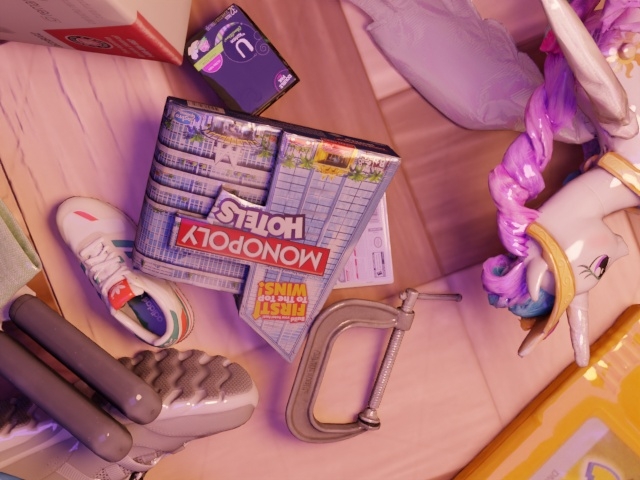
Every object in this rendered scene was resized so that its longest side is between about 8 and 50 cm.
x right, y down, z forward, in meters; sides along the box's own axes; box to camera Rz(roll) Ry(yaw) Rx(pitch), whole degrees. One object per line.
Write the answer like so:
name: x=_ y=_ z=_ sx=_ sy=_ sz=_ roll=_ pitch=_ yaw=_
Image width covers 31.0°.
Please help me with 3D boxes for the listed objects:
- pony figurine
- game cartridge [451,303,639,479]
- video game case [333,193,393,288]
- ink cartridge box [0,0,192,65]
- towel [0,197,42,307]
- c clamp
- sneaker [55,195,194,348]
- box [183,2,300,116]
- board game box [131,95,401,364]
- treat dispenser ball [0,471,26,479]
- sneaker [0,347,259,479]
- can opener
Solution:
pony figurine: x=0.220 y=-0.128 z=0.888 sx=0.363 sy=0.303 sz=0.351 roll=-37 pitch=102 yaw=-10
game cartridge: x=0.263 y=0.265 z=1.008 sx=0.285 sy=0.053 sz=0.324 roll=44 pitch=97 yaw=-2
video game case: x=0.000 y=0.000 z=1.015 sx=0.122 sy=0.011 sz=0.087 roll=-6 pitch=96 yaw=3
ink cartridge box: x=-0.303 y=-0.256 z=0.851 sx=0.384 sy=0.279 sz=0.161 roll=9 pitch=88 yaw=7
towel: x=-0.401 y=0.027 z=0.966 sx=0.325 sy=0.038 sz=0.248 roll=-40 pitch=75 yaw=16
c clamp: x=0.042 y=0.109 z=0.996 sx=0.137 sy=0.022 sz=0.161 roll=13 pitch=108 yaw=-32
sneaker: x=-0.171 y=0.027 z=0.993 sx=0.057 sy=0.075 sz=0.161 roll=-38 pitch=93 yaw=5
box: x=-0.067 y=-0.149 z=0.984 sx=0.062 sy=0.052 sz=0.083 roll=-39 pitch=93 yaw=7
board game box: x=-0.053 y=-0.003 z=0.962 sx=0.194 sy=0.060 sz=0.194 roll=11 pitch=104 yaw=-12
treat dispenser ball: x=-0.286 y=0.315 z=0.870 sx=0.288 sy=0.288 sz=0.288 roll=0 pitch=95 yaw=3
sneaker: x=-0.182 y=0.177 z=1.010 sx=0.281 sy=0.105 sz=0.115 roll=-15 pitch=111 yaw=9
can opener: x=-0.254 y=0.073 z=0.946 sx=0.283 sy=0.095 sz=0.076 roll=31 pitch=75 yaw=30
